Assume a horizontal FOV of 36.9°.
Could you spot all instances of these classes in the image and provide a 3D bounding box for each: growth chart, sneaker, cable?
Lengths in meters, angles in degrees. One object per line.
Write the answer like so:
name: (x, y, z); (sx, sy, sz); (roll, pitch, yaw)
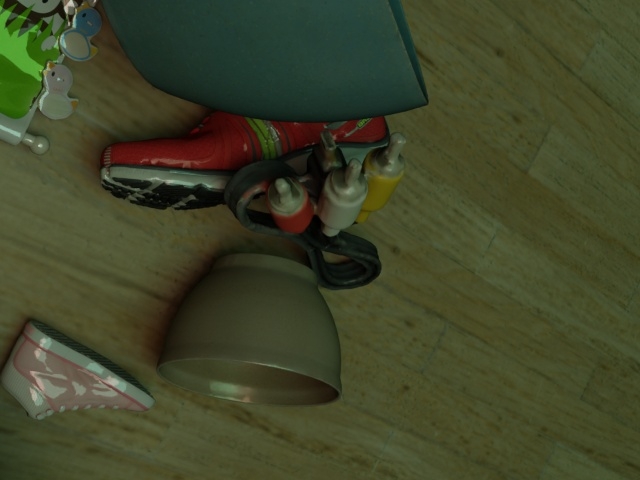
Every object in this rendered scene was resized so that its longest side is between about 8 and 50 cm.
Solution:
growth chart: (-0.241, -0.197, 0.730); (0.172, 0.021, 0.237); (18, 90, -33)
sneaker: (-0.066, -0.095, 0.838); (0.279, 0.107, 0.118); (-11, 90, -32)
cable: (0.000, 0.000, 0.819); (0.140, 0.072, 0.287); (-18, 152, -7)
sneaker: (-0.211, 0.128, 0.820); (0.134, 0.051, 0.070); (36, 85, -29)

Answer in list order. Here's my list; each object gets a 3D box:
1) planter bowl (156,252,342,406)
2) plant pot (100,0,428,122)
planter bowl: (-0.056, 0.076, 0.849); (0.162, 0.162, 0.109); (21, 65, -33)
plant pot: (-0.056, -0.209, 0.721); (0.195, 0.290, 0.290); (-18, 116, 11)
